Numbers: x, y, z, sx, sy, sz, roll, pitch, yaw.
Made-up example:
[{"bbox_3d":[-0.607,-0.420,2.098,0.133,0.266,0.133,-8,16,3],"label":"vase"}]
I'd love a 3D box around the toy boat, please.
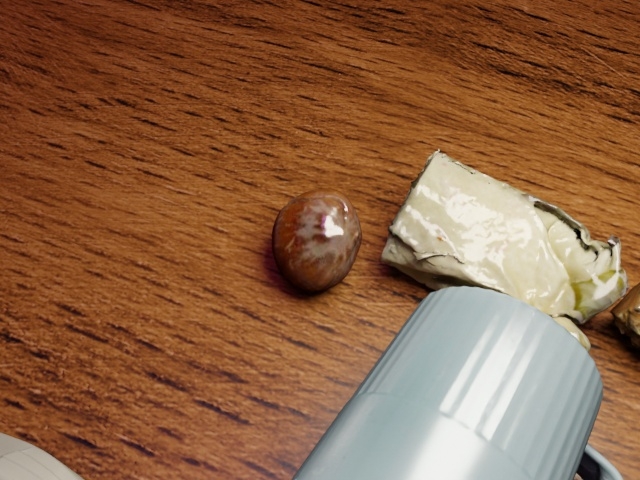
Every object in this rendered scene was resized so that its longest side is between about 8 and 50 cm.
[{"bbox_3d":[-0.377,0.305,0.763,0.269,0.141,0.141,26,58,20],"label":"toy boat"}]

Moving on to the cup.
[{"bbox_3d":[0.171,0.250,0.711,0.331,0.257,0.311,26,56,21],"label":"cup"}]

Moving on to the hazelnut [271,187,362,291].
[{"bbox_3d":[0.000,0.000,0.977,0.143,0.143,0.154,10,72,9],"label":"hazelnut"}]

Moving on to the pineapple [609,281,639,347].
[{"bbox_3d":[0.531,0.150,0.865,0.158,0.158,0.279,-35,72,-23],"label":"pineapple"}]

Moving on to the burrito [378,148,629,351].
[{"bbox_3d":[0.260,0.028,0.954,0.332,0.135,0.190,30,68,18],"label":"burrito"}]
